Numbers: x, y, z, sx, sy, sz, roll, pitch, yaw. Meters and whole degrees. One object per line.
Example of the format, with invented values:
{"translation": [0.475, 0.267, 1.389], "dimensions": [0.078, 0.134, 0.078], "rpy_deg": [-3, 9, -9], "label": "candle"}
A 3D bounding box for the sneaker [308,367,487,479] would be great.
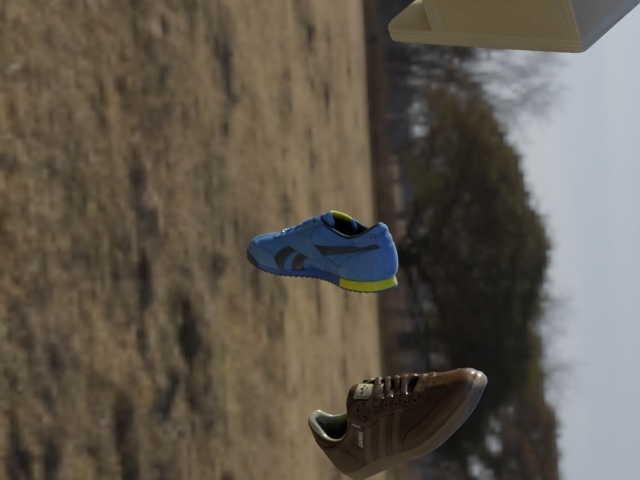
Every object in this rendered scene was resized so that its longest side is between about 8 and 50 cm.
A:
{"translation": [0.059, 0.148, 1.286], "dimensions": [0.188, 0.071, 0.066], "rpy_deg": [-38, -165, 41], "label": "sneaker"}

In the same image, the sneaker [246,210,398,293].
{"translation": [0.000, 0.000, 1.613], "dimensions": [0.069, 0.209, 0.082], "rpy_deg": [-21, 111, -41], "label": "sneaker"}

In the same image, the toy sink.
{"translation": [0.166, -0.263, 1.326], "dimensions": [0.153, 0.234, 0.131], "rpy_deg": [-40, 123, -29], "label": "toy sink"}
